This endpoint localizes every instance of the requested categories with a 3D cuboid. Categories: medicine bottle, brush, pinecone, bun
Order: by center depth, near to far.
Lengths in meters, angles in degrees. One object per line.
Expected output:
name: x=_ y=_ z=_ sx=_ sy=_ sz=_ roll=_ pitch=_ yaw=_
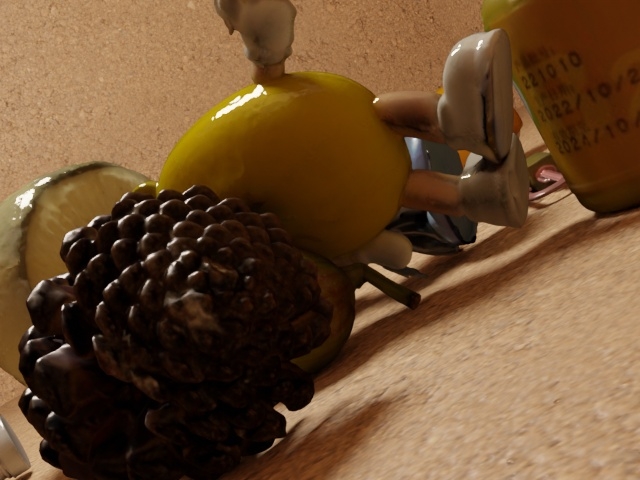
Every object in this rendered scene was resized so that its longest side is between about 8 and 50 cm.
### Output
pinecone: x=-0.137 y=0.093 z=0.847 sx=0.292 sy=0.246 sz=0.246 roll=-39 pitch=-4 yaw=42
medicine bottle: x=0.278 y=-0.239 z=1.017 sx=0.224 sy=0.384 sz=0.224 roll=-29 pitch=5 yaw=3
bun: x=-0.315 y=0.076 z=1.356 sx=0.202 sy=0.364 sz=0.364 roll=-23 pitch=7 yaw=32
brush: x=0.286 y=-0.079 z=1.377 sx=0.103 sy=0.047 sz=0.233 roll=-29 pitch=4 yaw=2
medicine bottle: x=-0.503 y=0.324 z=1.394 sx=0.187 sy=0.102 sz=0.103 roll=-29 pitch=4 yaw=-14

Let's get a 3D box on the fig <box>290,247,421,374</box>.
fig: x=-0.018 y=0.059 z=1.044 sx=0.148 sy=0.142 sz=0.186 roll=6 pitch=41 yaw=45

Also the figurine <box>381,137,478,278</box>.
figurine: x=0.000 y=-0.001 z=1.299 sx=0.388 sy=0.248 sz=0.276 roll=-18 pitch=5 yaw=19

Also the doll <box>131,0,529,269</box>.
doll: x=0.017 y=-0.099 z=1.065 sx=0.161 sy=0.423 sz=0.348 roll=-61 pitch=-12 yaw=-59

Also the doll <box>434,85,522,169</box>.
doll: x=0.268 y=-0.194 z=1.977 sx=0.213 sy=0.213 sz=0.236 roll=-31 pitch=-7 yaw=-27
